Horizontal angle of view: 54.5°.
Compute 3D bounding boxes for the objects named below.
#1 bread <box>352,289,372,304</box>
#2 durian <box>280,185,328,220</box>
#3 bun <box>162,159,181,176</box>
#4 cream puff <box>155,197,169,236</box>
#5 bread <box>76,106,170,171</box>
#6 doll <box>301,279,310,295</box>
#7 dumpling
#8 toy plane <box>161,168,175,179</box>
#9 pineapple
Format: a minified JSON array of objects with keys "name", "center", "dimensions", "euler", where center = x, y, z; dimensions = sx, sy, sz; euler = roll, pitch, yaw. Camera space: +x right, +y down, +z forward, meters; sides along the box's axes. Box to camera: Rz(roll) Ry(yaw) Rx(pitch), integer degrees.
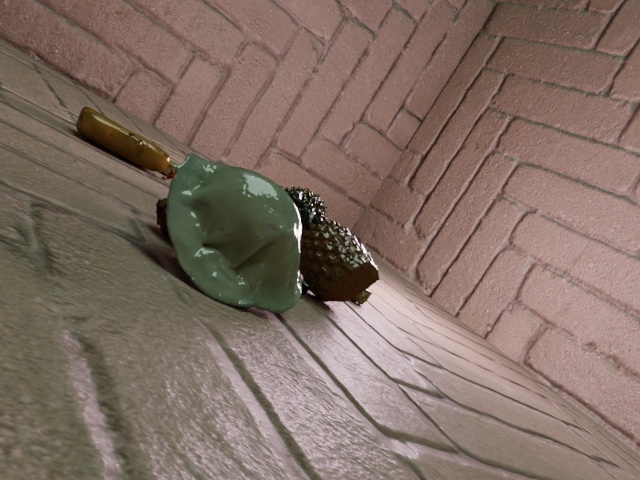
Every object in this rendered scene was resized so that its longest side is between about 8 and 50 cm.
[{"name":"bread","center":[0.111,0.167,2.018],"dimensions":[0.110,0.060,0.066],"euler":[30,37,-20]},{"name":"durian","center":[-0.116,-0.069,1.965],"dimensions":[0.292,0.258,0.258],"euler":[17,11,-21]},{"name":"bun","center":[-0.520,-0.246,2.159],"dimensions":[0.086,0.055,0.086],"euler":[19,12,-4]},{"name":"cream puff","center":[-0.299,-0.036,1.365],"dimensions":[0.149,0.084,0.149],"euler":[28,8,-5]},{"name":"bread","center":[-0.619,-0.309,1.943],"dimensions":[0.305,0.091,0.142],"euler":[28,-1,-36]},{"name":"doll","center":[-0.111,0.070,1.574],"dimensions":[0.195,0.070,0.096],"euler":[38,-12,-22]},{"name":"dumpling","center":[-0.163,0.004,1.250],"dimensions":[0.320,0.270,0.212],"euler":[20,-14,-9]},{"name":"toy plane","center":[-0.420,-0.179,2.060],"dimensions":[0.194,0.077,0.126],"euler":[24,-6,18]},{"name":"pineapple","center":[0.000,0.000,1.736],"dimensions":[0.202,0.202,0.362],"euler":[23,33,-60]}]
